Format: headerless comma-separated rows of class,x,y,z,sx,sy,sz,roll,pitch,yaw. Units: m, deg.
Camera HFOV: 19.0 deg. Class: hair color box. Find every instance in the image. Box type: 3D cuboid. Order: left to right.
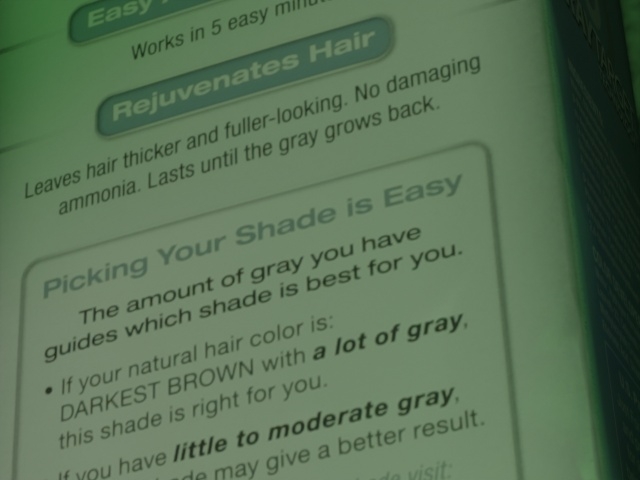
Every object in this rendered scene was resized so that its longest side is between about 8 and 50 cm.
hair color box,0.000,0.000,0.575,0.185,0.113,0.374,-15,57,19
